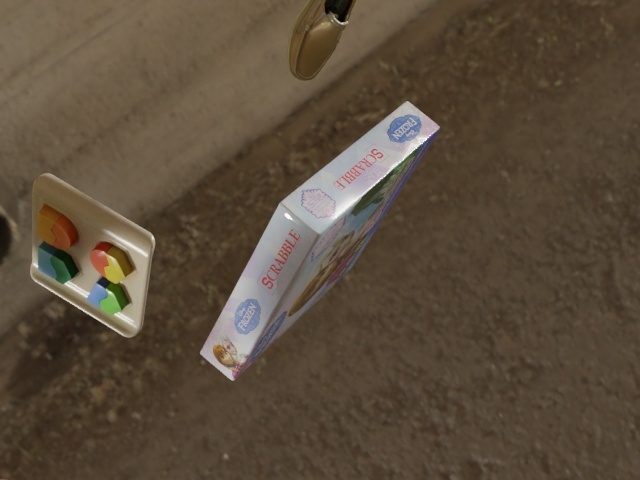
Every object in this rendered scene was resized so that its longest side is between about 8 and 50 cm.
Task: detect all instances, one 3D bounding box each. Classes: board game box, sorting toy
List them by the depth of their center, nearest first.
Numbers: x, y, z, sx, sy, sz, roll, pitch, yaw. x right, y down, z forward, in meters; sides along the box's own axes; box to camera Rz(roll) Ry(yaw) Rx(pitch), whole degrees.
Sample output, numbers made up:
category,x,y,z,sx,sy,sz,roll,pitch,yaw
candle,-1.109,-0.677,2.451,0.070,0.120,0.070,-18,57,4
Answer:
category,x,y,z,sx,sy,sz,roll,pitch,yaw
board game box,0.000,0.000,1.504,0.066,0.319,0.318,39,45,9
sorting toy,-0.323,0.028,1.541,0.193,0.208,0.038,30,46,10

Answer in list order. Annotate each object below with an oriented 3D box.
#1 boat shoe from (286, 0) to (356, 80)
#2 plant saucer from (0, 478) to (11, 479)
category,x,y,z,sx,sy,sz,roll,pitch,yaw
boat shoe,0.009,-0.301,1.514,0.072,0.068,0.190,50,124,56
plant saucer,-0.303,0.399,1.223,0.084,0.332,0.332,-34,35,12
